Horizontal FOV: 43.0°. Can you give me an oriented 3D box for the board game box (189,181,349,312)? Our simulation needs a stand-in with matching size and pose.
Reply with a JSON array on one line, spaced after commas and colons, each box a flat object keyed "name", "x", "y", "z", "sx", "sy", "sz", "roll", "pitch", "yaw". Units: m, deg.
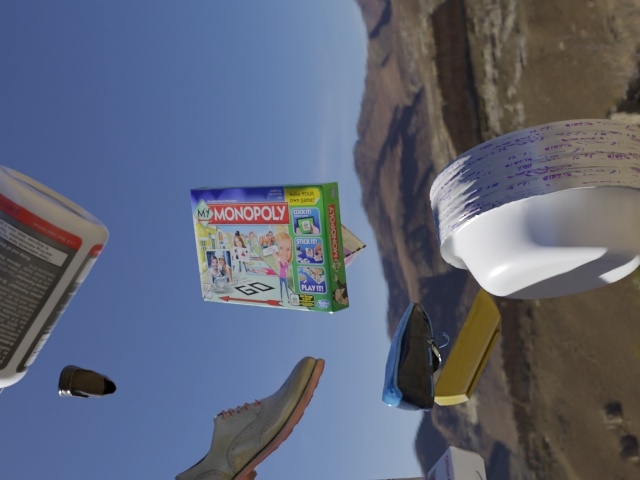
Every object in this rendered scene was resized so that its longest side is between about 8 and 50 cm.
[{"name": "board game box", "x": -0.096, "y": 0.008, "z": 1.428, "sx": 0.046, "sy": 0.317, "sz": 0.213, "roll": -16, "pitch": -77, "yaw": -49}]

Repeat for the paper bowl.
[{"name": "paper bowl", "x": 0.285, "y": -0.021, "z": 1.009, "sx": 0.284, "sy": 0.284, "sz": 0.148, "roll": 61, "pitch": -158, "yaw": -68}]

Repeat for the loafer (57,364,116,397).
[{"name": "loafer", "x": -0.593, "y": 0.364, "z": 2.088, "sx": 0.220, "sy": 0.078, "sz": 0.080, "roll": 33, "pitch": -118, "yaw": -73}]

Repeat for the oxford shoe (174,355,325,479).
[{"name": "oxford shoe", "x": -0.142, "y": 0.383, "z": 1.681, "sx": 0.397, "sy": 0.146, "sz": 0.140, "roll": -52, "pitch": -5, "yaw": -11}]

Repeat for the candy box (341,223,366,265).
[{"name": "candy box", "x": 0.000, "y": 0.000, "z": 1.935, "sx": 0.165, "sy": 0.070, "sz": 0.196, "roll": 42, "pitch": -157, "yaw": 11}]

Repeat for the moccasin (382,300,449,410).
[{"name": "moccasin", "x": 0.214, "y": 0.272, "z": 1.832, "sx": 0.342, "sy": 0.117, "sz": 0.137, "roll": -69, "pitch": -1, "yaw": -54}]

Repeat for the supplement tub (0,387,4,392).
[{"name": "supplement tub", "x": -0.810, "y": 0.265, "z": 1.893, "sx": 0.338, "sy": 0.207, "sz": 0.207, "roll": -54, "pitch": 15, "yaw": 22}]

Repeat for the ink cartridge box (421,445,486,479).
[{"name": "ink cartridge box", "x": 0.169, "y": 0.348, "z": 1.082, "sx": 0.088, "sy": 0.052, "sz": 0.122, "roll": -89, "pitch": 25, "yaw": -54}]

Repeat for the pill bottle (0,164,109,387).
[{"name": "pill bottle", "x": -0.494, "y": 0.087, "z": 1.208, "sx": 0.363, "sy": 0.210, "sz": 0.210, "roll": -58, "pitch": -12, "yaw": -2}]

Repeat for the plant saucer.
[{"name": "plant saucer", "x": 0.428, "y": 0.321, "z": 2.297, "sx": 0.332, "sy": 0.081, "sz": 0.333, "roll": -64, "pitch": -19, "yaw": -7}]

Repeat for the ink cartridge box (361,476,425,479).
[{"name": "ink cartridge box", "x": 0.121, "y": 0.499, "z": 1.307, "sx": 0.278, "sy": 0.117, "sz": 0.201, "roll": 13, "pitch": -84, "yaw": -43}]
